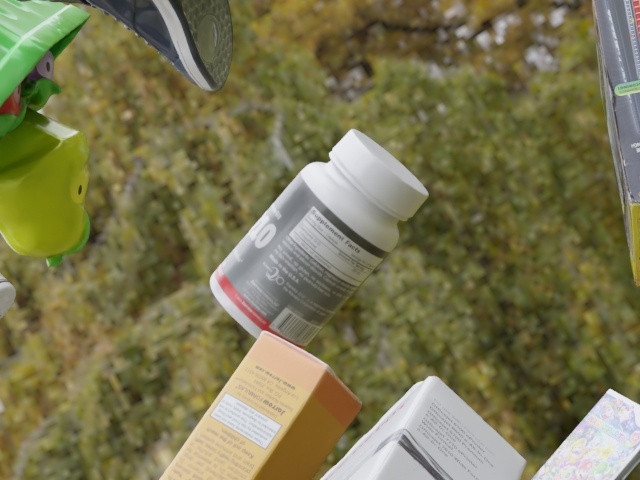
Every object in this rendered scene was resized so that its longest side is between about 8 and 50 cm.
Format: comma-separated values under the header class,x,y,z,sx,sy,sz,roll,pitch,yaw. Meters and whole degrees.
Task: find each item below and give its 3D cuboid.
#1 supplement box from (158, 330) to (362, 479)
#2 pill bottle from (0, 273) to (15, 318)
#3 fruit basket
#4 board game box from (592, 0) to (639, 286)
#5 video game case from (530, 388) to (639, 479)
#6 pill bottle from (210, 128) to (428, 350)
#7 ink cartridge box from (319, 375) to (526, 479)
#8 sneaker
class,x,y,z,sx,sy,sz,roll,pitch,yaw
supplement box,-0.070,0.190,1.321,0.233,0.080,0.078,-56,-35,-13
pill bottle,-0.390,0.038,1.885,0.065,0.116,0.065,-41,-20,-18
fruit basket,-0.405,-0.163,2.326,0.283,0.392,0.392,-47,-24,13
board game box,0.194,-0.064,1.017,0.048,0.141,0.170,-11,-18,8
video game case,0.234,0.188,1.493,0.122,0.011,0.087,-48,26,-6
pill bottle,0.000,0.000,2.309,0.283,0.161,0.161,-49,-24,10
ink cartridge box,0.037,0.283,1.511,0.223,0.129,0.307,-48,1,27
sneaker,-0.181,-0.218,1.556,0.163,0.086,0.226,1,-36,26
